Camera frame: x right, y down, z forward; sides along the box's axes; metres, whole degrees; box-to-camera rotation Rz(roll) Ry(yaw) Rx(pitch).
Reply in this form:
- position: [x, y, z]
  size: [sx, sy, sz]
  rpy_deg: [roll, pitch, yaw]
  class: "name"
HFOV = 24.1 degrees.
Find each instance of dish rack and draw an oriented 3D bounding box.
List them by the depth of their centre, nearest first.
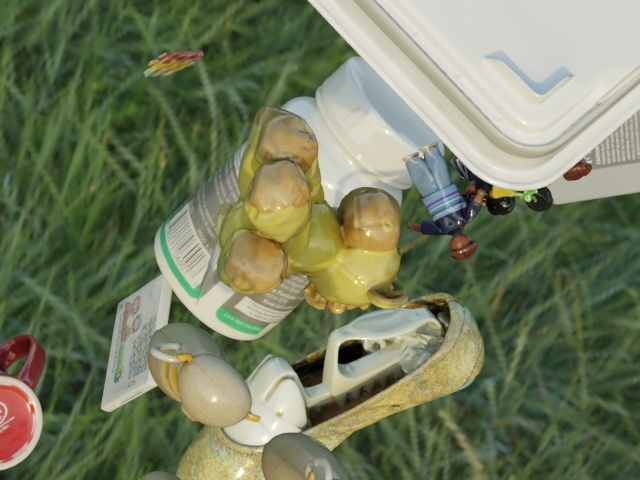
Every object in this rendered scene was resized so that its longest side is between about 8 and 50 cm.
- position: [0.135, -0.230, 1.137]
  size: [0.285, 0.072, 0.333]
  rpy_deg: [-39, 81, -24]
  class: "dish rack"

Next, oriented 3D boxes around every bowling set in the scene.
- position: [-0.045, 0.209, 0.961]
  size: [0.287, 0.200, 0.154]
  rpy_deg: [39, -4, -15]
  class: "bowling set"

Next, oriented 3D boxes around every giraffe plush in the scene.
- position: [0.000, 0.000, 1.342]
  size: [0.170, 0.210, 0.181]
  rpy_deg: [17, 43, -11]
  class: "giraffe plush"

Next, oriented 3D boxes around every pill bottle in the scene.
- position: [-0.027, -0.053, 1.919]
  size: [0.204, 0.361, 0.204]
  rpy_deg: [39, 24, -21]
  class: "pill bottle"

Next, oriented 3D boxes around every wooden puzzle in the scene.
- position: [-0.160, -0.192, 1.628]
  size: [0.083, 0.049, 0.006]
  rpy_deg: [-14, 78, -54]
  class: "wooden puzzle"

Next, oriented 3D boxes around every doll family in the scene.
- position: [0.161, -0.058, 1.365]
  size: [0.076, 0.193, 0.111]
  rpy_deg: [-22, 85, -50]
  class: "doll family"

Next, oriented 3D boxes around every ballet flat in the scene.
- position: [0.002, 0.148, 1.515]
  size: [0.348, 0.123, 0.123]
  rpy_deg: [-24, 54, -10]
  class: "ballet flat"

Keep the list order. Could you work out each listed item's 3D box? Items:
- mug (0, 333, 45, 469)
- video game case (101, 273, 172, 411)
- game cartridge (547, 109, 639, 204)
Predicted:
- position: [-0.340, 0.152, 1.480]
  size: [0.113, 0.169, 0.150]
  rpy_deg: [26, 79, -28]
  class: "mug"
- position: [-0.242, 0.135, 1.980]
  size: [0.019, 0.143, 0.157]
  rpy_deg: [20, 60, -26]
  class: "video game case"
- position: [0.332, -0.182, 1.803]
  size: [0.196, 0.294, 0.060]
  rpy_deg: [-11, 35, 3]
  class: "game cartridge"
